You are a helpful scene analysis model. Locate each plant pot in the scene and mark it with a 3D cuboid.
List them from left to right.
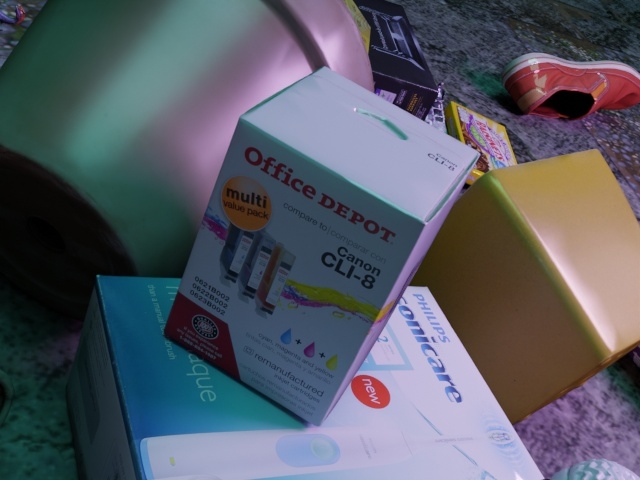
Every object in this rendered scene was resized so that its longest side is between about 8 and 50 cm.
[{"bbox_3d":[-0.155,-0.090,0.712,0.323,0.323,0.280,30,50,7],"label":"plant pot"},{"bbox_3d":[0.214,0.056,0.817,0.212,0.212,0.187,-14,62,-43],"label":"plant pot"}]

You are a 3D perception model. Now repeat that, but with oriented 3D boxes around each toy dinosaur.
[{"bbox_3d":[-0.413,-0.294,1.018,0.082,0.047,0.090,15,20,-47],"label":"toy dinosaur"}]

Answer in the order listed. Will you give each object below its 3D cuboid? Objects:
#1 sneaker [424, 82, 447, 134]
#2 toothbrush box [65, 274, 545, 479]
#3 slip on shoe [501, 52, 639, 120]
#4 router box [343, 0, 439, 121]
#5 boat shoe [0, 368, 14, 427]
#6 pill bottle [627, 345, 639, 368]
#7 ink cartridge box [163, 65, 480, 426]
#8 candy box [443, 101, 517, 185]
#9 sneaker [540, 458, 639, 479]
[{"bbox_3d":[0.174,-0.207,1.244,0.038,0.069,0.098,2,41,-30],"label":"sneaker"},{"bbox_3d":[-0.017,0.146,0.607,0.295,0.126,0.216,5,38,-29],"label":"toothbrush box"},{"bbox_3d":[0.468,-0.262,1.481,0.331,0.123,0.101,-1,65,-33],"label":"slip on shoe"},{"bbox_3d":[0.032,-0.306,1.275,0.243,0.081,0.309,14,36,-17],"label":"router box"},{"bbox_3d":[-0.287,0.139,0.424,0.091,0.109,0.305,2,20,19],"label":"boat shoe"},{"bbox_3d":[0.397,0.100,0.944,0.108,0.108,0.193,-4,44,-35],"label":"pill bottle"},{"bbox_3d":[0.000,0.000,0.542,0.128,0.176,0.127,30,33,9],"label":"ink cartridge box"},{"bbox_3d":[0.244,-0.131,1.219,0.105,0.027,0.206,24,33,-17],"label":"candy box"},{"bbox_3d":[0.167,0.299,0.520,0.366,0.210,0.137,54,29,-19],"label":"sneaker"}]
